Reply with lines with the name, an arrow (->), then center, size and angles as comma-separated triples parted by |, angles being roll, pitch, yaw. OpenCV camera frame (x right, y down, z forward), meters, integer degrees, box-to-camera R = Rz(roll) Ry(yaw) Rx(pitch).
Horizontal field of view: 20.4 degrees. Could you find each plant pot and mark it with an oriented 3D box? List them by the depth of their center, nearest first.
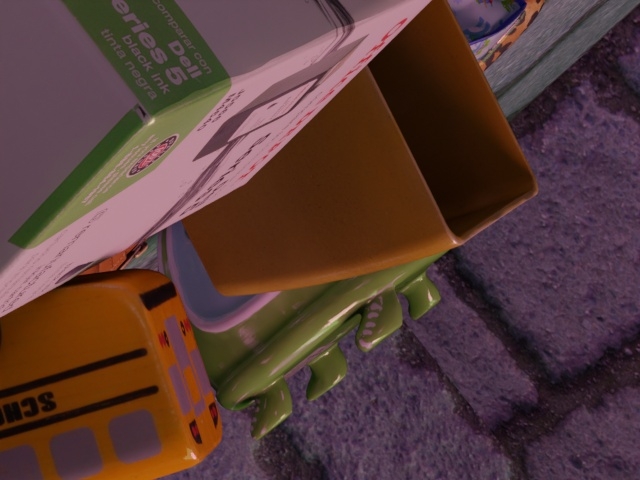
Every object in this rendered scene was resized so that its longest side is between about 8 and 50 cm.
plant pot -> 0.000, -0.073, 1.229 | 0.187, 0.212, 0.212 | -27, -179, 24

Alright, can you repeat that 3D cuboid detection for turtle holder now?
turtle holder -> -0.014, 0.009, 1.657 | 0.320, 0.227, 0.243 | -43, 172, 40

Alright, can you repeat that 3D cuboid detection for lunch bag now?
lunch bag -> 0.080, -0.164, 1.503 | 0.151, 0.096, 0.129 | -47, -177, -42

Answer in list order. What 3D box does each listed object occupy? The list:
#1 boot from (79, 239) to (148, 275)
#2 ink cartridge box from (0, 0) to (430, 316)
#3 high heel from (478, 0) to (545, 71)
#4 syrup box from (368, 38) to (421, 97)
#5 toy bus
boot -> -0.180, 0.007, 1.175 | 0.220, 0.109, 0.283 | -44, 168, -31
ink cartridge box -> -0.089, -0.084, 0.884 | 0.198, 0.115, 0.273 | -42, 174, 38
high heel -> 0.129, -0.170, 1.784 | 0.186, 0.093, 0.261 | -26, 160, -39
syrup box -> -0.007, -0.106, 1.410 | 0.237, 0.093, 0.096 | -41, 174, 35
toy bus -> -0.233, 0.103, 0.975 | 0.333, 0.130, 0.108 | -18, -177, 7
